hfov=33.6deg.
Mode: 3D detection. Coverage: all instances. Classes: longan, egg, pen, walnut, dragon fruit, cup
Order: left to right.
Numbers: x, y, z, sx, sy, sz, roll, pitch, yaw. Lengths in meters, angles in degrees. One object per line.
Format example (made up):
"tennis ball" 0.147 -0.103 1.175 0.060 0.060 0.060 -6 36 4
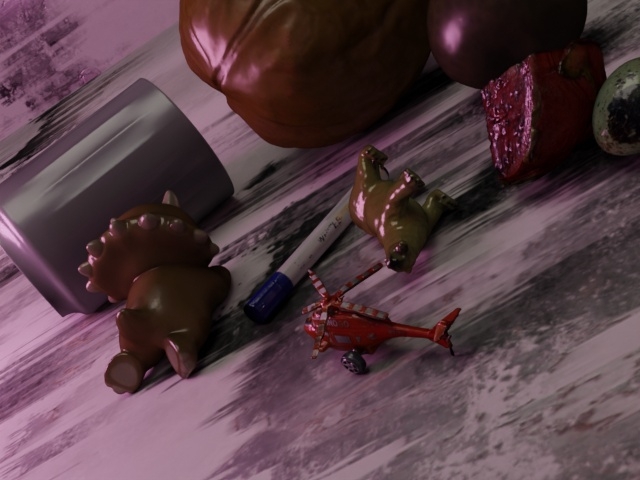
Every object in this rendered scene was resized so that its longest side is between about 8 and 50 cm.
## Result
"cup" -0.332 -0.052 1.661 0.327 0.237 0.323 -41 -6 -11
"walnut" -0.015 -0.323 1.542 0.398 0.354 0.308 -48 0 -35
"pen" 0.000 0.000 1.313 0.269 0.033 0.033 -48 26 -27
"longan" 0.234 -0.292 1.348 0.212 0.198 0.198 -43 14 39
"dragon fruit" 0.257 -0.137 1.109 0.161 0.127 0.120 -16 1 -18
"egg" 0.316 -0.133 1.055 0.110 0.085 0.085 -45 24 -12

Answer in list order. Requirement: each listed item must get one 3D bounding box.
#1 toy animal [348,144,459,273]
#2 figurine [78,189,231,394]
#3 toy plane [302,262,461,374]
"toy animal" 0.084 -0.031 1.202 0.101 0.103 0.219 -55 25 5
"figurine" -0.218 0.047 1.348 0.177 0.173 0.247 -19 28 34
"toy plane" 0.059 0.079 1.036 0.194 0.077 0.126 -13 35 29
